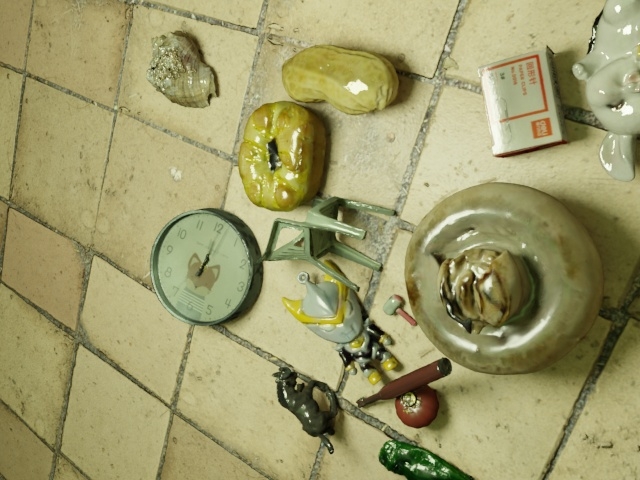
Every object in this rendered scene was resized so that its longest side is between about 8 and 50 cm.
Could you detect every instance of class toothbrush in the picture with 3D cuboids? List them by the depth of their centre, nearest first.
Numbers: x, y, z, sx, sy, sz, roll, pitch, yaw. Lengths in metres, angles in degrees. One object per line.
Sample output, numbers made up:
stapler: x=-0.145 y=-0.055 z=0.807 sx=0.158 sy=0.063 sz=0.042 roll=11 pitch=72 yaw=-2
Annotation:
toothbrush: x=0.170 y=0.320 z=1.225 sx=0.041 sy=0.040 sz=0.364 roll=60 pitch=146 yaw=12

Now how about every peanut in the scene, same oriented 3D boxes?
peanut: x=0.035 y=-0.359 z=1.257 sx=0.305 sy=0.147 sz=0.147 roll=22 pitch=106 yaw=28

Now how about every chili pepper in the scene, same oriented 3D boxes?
chili pepper: x=0.236 y=0.523 z=1.268 sx=0.224 sy=0.061 sz=0.098 roll=20 pitch=105 yaw=30

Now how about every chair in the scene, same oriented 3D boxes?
chair: x=0.000 y=0.000 z=1.282 sx=0.274 sy=0.203 sz=0.191 roll=20 pitch=117 yaw=24

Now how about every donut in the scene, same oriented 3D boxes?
donut: x=-0.092 y=-0.203 z=1.356 sx=0.208 sy=0.128 sz=0.262 roll=21 pitch=106 yaw=30

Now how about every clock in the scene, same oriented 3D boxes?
clock: x=-0.314 y=0.074 z=1.520 sx=0.324 sy=0.067 sz=0.325 roll=1 pitch=92 yaw=19

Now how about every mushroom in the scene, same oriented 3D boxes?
mushroom: x=0.317 y=0.074 z=1.031 sx=0.362 sy=0.294 sz=0.363 roll=4 pitch=98 yaw=32

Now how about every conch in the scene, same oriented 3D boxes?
conch: x=-0.380 y=-0.453 z=1.526 sx=0.245 sy=0.163 sz=0.178 roll=40 pitch=148 yaw=4

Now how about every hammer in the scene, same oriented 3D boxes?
hammer: x=0.184 y=0.165 z=1.282 sx=0.083 sy=0.031 sz=0.053 roll=41 pitch=118 yaw=15

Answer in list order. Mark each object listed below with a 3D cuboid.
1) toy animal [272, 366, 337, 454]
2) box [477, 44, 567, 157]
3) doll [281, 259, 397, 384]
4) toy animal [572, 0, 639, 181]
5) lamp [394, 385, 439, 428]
toy animal: x=-0.031 y=0.411 z=1.370 sx=0.084 sy=0.148 sz=0.233 roll=-44 pitch=73 yaw=29
box: x=0.385 y=-0.259 z=1.070 sx=0.133 sy=0.099 sz=0.182 roll=-8 pitch=91 yaw=30
doll: x=0.046 y=0.197 z=1.331 sx=0.316 sy=0.103 sz=0.145 roll=48 pitch=113 yaw=12
toy animal: x=0.544 y=-0.279 z=0.946 sx=0.208 sy=0.154 sz=0.325 roll=-19 pitch=107 yaw=11
lamp: x=0.214 y=0.366 z=1.248 sx=0.101 sy=0.090 sz=0.101 roll=-21 pitch=49 yaw=26
